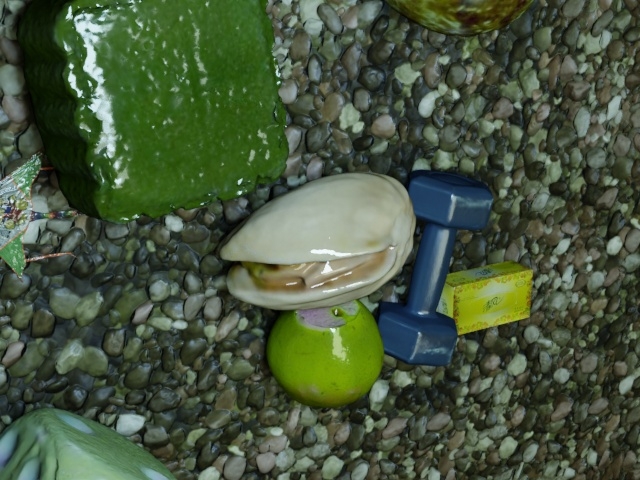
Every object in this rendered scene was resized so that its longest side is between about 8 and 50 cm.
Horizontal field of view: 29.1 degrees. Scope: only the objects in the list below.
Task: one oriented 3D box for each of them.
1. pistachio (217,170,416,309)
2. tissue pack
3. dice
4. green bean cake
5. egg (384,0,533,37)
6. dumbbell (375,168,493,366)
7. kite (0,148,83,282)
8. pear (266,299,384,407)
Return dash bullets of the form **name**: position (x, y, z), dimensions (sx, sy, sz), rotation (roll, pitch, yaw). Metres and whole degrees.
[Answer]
- **pistachio**: position (0.000, 0.000, 1.880), dimensions (0.318, 0.214, 0.193), rotation (-13, 116, -13)
- **tissue pack**: position (0.288, 0.101, 2.182), dimensions (0.176, 0.062, 0.095), rotation (-11, 113, -29)
- **dice**: position (-0.357, 0.406, 1.783), dimensions (0.254, 0.250, 0.252), rotation (29, 92, -37)
- **green bean cake**: position (-0.221, -0.207, 1.673), dimensions (0.335, 0.218, 0.319), rotation (-17, 108, -33)
- **egg**: position (0.196, -0.421, 1.821), dimensions (0.290, 0.238, 0.238), rotation (-2, 109, -21)
- **dumbbell**: position (0.182, 0.046, 2.044), dimensions (0.156, 0.144, 0.316), rotation (5, 105, -29)
- **kite**: position (-0.389, -0.033, 1.747), dimensions (0.244, 0.006, 0.198), rotation (-1, 108, -32)
- **pear**: position (0.009, 0.183, 1.972), dimensions (0.187, 0.187, 0.219), rotation (-21, 131, -24)
